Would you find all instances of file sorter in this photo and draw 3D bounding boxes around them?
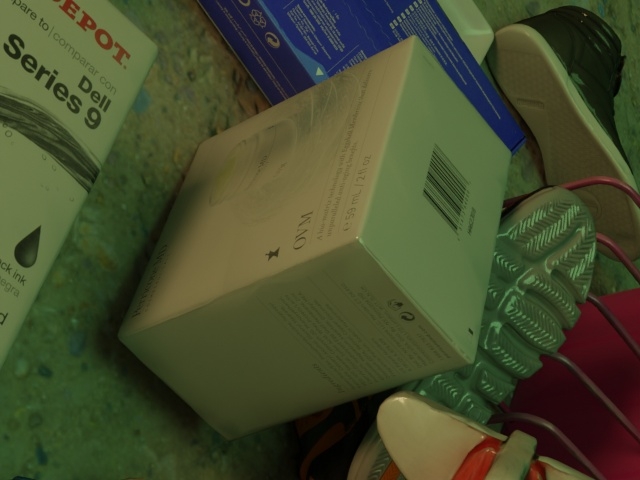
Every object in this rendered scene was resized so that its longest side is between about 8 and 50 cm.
[{"bbox_3d":[0.208,0.111,1.249,0.182,0.202,0.290,46,50,-25],"label":"file sorter"}]

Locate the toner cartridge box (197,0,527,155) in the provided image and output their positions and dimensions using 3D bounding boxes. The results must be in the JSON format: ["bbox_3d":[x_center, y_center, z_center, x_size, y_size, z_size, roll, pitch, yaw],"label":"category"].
[{"bbox_3d":[0.022,-0.174,1.167,0.165,0.075,0.347,-45,107,-33],"label":"toner cartridge box"}]

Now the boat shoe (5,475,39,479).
[{"bbox_3d":[-0.205,0.280,0.840,0.109,0.089,0.258,43,45,-48],"label":"boat shoe"}]

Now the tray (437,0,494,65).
[{"bbox_3d":[0.081,-0.169,1.310,0.145,0.030,0.270,52,47,-26],"label":"tray"}]

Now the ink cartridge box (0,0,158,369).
[{"bbox_3d":[-0.255,-0.070,0.846,0.211,0.122,0.289,42,52,-31],"label":"ink cartridge box"}]

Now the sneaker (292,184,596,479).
[{"bbox_3d":[0.080,0.078,1.111,0.124,0.180,0.321,45,77,-29],"label":"sneaker"}]

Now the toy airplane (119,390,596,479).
[{"bbox_3d":[0.055,0.300,0.889,0.384,0.386,0.272,65,31,-11],"label":"toy airplane"}]

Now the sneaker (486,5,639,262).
[{"bbox_3d":[0.302,-0.128,1.482,0.147,0.105,0.295,-40,105,-40],"label":"sneaker"}]

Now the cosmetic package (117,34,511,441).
[{"bbox_3d":[0.000,0.000,1.006,0.138,0.225,0.224,46,38,-27],"label":"cosmetic package"}]
